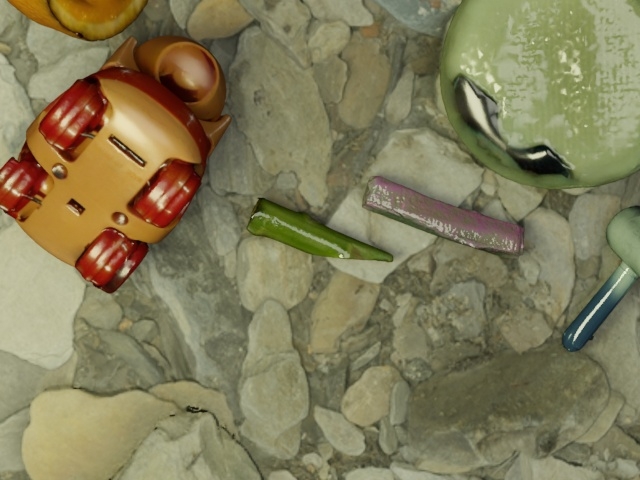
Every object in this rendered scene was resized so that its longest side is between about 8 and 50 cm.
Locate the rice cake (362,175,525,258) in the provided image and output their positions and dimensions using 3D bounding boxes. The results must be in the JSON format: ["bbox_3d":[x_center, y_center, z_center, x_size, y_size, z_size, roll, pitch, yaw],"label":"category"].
[{"bbox_3d":[0.147,-0.026,1.873,0.207,0.036,0.047,20,82,-10],"label":"rice cake"}]

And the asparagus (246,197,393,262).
[{"bbox_3d":[0.000,0.000,1.841,0.178,0.041,0.045,22,41,-11],"label":"asparagus"}]

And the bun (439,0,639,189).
[{"bbox_3d":[0.278,-0.198,1.838,0.283,0.179,0.283,1,97,8],"label":"bun"}]

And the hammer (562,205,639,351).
[{"bbox_3d":[0.355,0.055,1.896,0.069,0.116,0.194,27,106,-35],"label":"hammer"}]

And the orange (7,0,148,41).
[{"bbox_3d":[-0.264,-0.375,1.676,0.274,0.274,0.310,-28,88,-10],"label":"orange"}]

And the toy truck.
[{"bbox_3d":[-0.215,-0.102,1.740,0.189,0.239,0.265,40,124,-9],"label":"toy truck"}]
